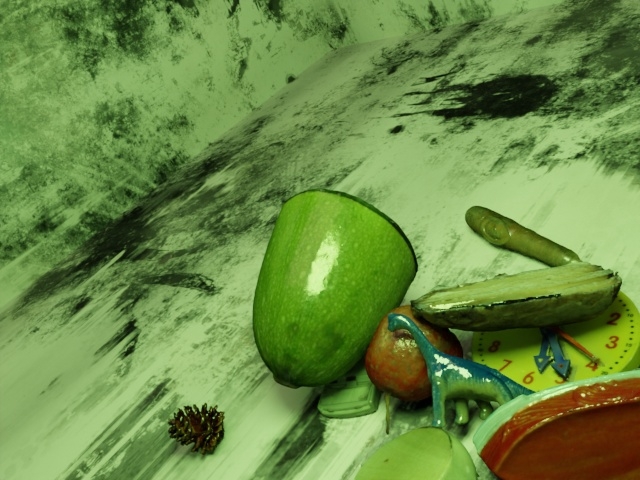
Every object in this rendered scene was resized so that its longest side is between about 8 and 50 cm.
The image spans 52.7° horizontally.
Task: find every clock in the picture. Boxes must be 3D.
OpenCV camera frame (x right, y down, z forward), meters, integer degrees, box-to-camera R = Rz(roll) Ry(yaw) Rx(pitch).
[{"bbox_3d":[0.386,0.160,1.080,0.277,0.071,0.293,-2,38,40],"label":"clock"}]

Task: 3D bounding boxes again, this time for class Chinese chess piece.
[{"bbox_3d":[0.133,0.355,0.930,0.188,0.083,0.188,-32,11,7],"label":"Chinese chess piece"}]

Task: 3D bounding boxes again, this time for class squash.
[{"bbox_3d":[-0.010,0.113,1.208,0.310,0.310,0.308,-5,39,36],"label":"squash"}]

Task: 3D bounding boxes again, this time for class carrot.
[{"bbox_3d":[0.413,-0.004,1.345,0.070,0.070,0.342,-34,30,-11],"label":"carrot"}]

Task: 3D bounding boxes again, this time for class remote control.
[{"bbox_3d":[0.081,0.230,1.281,0.124,0.038,0.285,-15,32,26],"label":"remote control"}]

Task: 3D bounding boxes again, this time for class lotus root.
[{"bbox_3d":[0.314,0.107,1.055,0.330,0.078,0.167,-9,9,7],"label":"lotus root"}]

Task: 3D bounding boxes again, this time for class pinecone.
[{"bbox_3d":[-0.243,0.369,1.266,0.110,0.102,0.102,2,27,-9],"label":"pinecone"}]

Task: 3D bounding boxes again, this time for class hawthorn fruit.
[{"bbox_3d":[0.144,0.218,1.117,0.203,0.162,0.163,-47,32,-17],"label":"hawthorn fruit"}]

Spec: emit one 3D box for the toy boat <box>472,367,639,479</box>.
[{"bbox_3d":[0.372,0.252,0.878,0.332,0.145,0.133,-17,7,14],"label":"toy boat"}]

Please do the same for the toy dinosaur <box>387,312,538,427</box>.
[{"bbox_3d":[0.235,0.190,1.006,0.248,0.188,0.075,-11,-9,19],"label":"toy dinosaur"}]
